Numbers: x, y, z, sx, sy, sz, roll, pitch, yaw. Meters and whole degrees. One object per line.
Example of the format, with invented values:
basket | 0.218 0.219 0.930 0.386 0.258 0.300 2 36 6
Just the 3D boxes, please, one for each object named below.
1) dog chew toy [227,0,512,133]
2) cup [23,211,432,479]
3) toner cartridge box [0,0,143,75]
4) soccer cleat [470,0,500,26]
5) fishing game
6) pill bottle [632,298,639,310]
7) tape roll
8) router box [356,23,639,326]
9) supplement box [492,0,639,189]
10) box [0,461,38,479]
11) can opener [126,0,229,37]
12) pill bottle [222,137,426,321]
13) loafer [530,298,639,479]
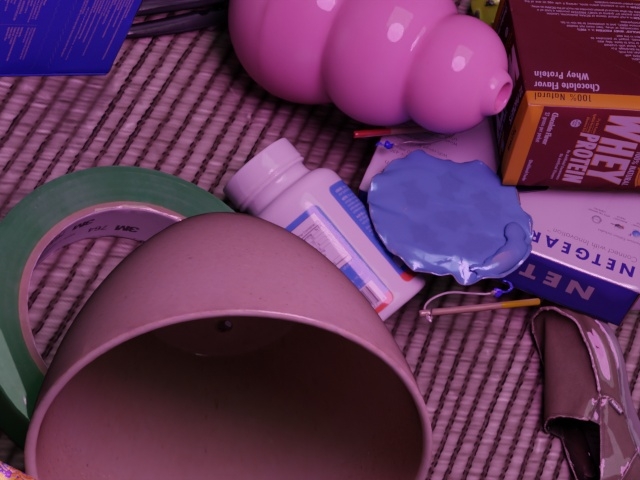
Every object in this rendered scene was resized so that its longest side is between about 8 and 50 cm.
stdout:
dog chew toy | 0.061 -0.221 1.468 0.332 0.206 0.206 28 52 25
cup | -0.082 0.111 1.166 0.331 0.331 0.237 16 35 -18
toner cartridge box | -0.252 -0.283 1.314 0.165 0.348 0.075 -6 68 -28
soccer cleat | 0.270 -0.272 1.732 0.179 0.060 0.072 39 47 -11
fishing game | 0.139 -0.024 1.430 0.189 0.041 0.264 -8 54 -21
pill bottle | 0.422 0.002 1.634 0.187 0.112 0.112 -37 85 -34
tape roll | -0.191 0.083 1.331 0.321 0.077 0.321 10 63 -20
router box | 0.243 -0.094 1.558 0.336 0.082 0.301 20 58 5
supplement box | 0.295 -0.171 1.475 0.191 0.129 0.194 2 51 -7
box | -0.346 0.324 1.022 0.177 0.279 0.290 30 57 -10
can opener | -0.153 -0.267 1.537 0.186 0.073 0.059 -24 117 -29
pill bottle | 0.000 0.000 1.431 0.124 0.124 0.221 -37 86 -33
loafer | 0.298 0.179 1.502 0.087 0.094 0.251 -10 71 -33
